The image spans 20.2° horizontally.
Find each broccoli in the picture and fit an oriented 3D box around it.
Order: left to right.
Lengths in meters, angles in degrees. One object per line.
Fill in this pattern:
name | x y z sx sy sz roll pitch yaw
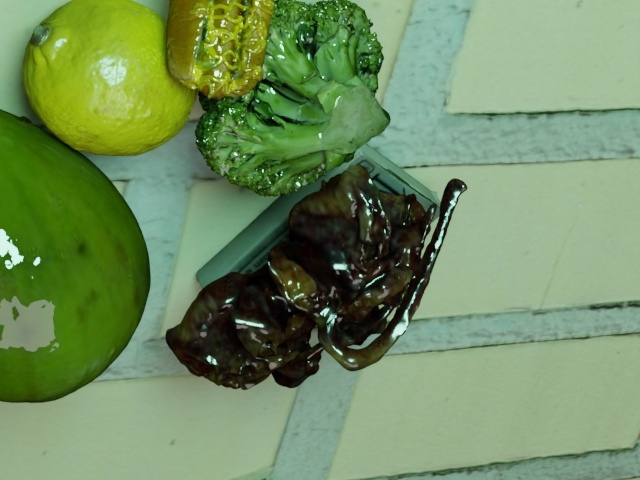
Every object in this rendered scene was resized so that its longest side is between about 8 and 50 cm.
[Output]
broccoli | -0.022 -0.098 1.264 0.162 0.138 0.146 -10 111 -37

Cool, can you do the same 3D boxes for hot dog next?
hot dog | -0.062 -0.172 1.177 0.071 0.045 0.165 10 85 -23

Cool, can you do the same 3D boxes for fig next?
fig | -0.219 -0.005 1.228 0.203 0.203 0.225 -14 117 -13

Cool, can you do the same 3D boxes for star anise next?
star anise | -0.004 0.042 1.356 0.190 0.126 0.220 -2 145 -39

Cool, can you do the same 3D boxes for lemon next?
lemon | -0.143 -0.111 1.215 0.109 0.109 0.133 -41 139 16

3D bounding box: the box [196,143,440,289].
box | 0.000 0.000 1.448 0.177 0.036 0.115 -41 135 16
